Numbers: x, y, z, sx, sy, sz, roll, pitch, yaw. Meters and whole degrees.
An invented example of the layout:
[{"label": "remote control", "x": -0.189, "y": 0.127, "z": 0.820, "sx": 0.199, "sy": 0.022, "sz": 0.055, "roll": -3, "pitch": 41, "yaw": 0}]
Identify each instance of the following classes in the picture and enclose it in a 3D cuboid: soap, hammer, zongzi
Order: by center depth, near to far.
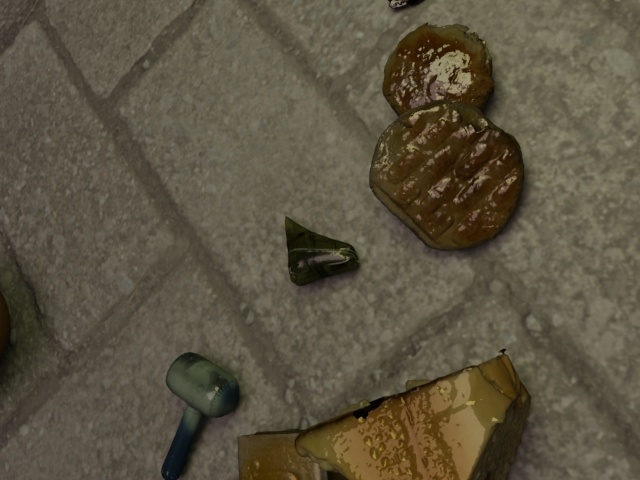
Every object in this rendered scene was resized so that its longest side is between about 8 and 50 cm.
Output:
[{"label": "soap", "x": -0.033, "y": 0.371, "z": 0.881, "sx": 0.140, "sy": 0.073, "sz": 0.232, "roll": -12, "pitch": 77, "yaw": 30}, {"label": "zongzi", "x": 0.000, "y": 0.000, "z": 0.946, "sx": 0.104, "sy": 0.052, "sz": 0.113, "roll": -16, "pitch": 61, "yaw": 16}, {"label": "hammer", "x": -0.197, "y": 0.271, "z": 0.990, "sx": 0.116, "sy": 0.069, "sz": 0.194, "roll": 25, "pitch": 98, "yaw": 27}]

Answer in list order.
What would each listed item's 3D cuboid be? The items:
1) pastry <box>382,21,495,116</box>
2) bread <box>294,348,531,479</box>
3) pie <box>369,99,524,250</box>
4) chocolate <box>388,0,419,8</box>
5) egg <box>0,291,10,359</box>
[{"label": "pastry", "x": 0.155, "y": -0.210, "z": 0.877, "sx": 0.153, "sy": 0.081, "sz": 0.153, "roll": -5, "pitch": 77, "yaw": 23}, {"label": "bread", "x": 0.124, "y": 0.197, "z": 0.767, "sx": 0.224, "sy": 0.183, "sz": 0.211, "roll": 27, "pitch": 93, "yaw": 26}, {"label": "pie", "x": 0.162, "y": -0.083, "z": 0.837, "sx": 0.195, "sy": 0.046, "sz": 0.195, "roll": 5, "pitch": 107, "yaw": 15}, {"label": "chocolate", "x": 0.172, "y": -0.393, "z": 0.929, "sx": 0.182, "sy": 0.028, "sz": 0.086, "roll": -17, "pitch": 72, "yaw": 26}, {"label": "egg", "x": -0.714, "y": 0.163, "z": 1.142, "sx": 0.374, "sy": 0.301, "sz": 0.301, "roll": -6, "pitch": 78, "yaw": 16}]
